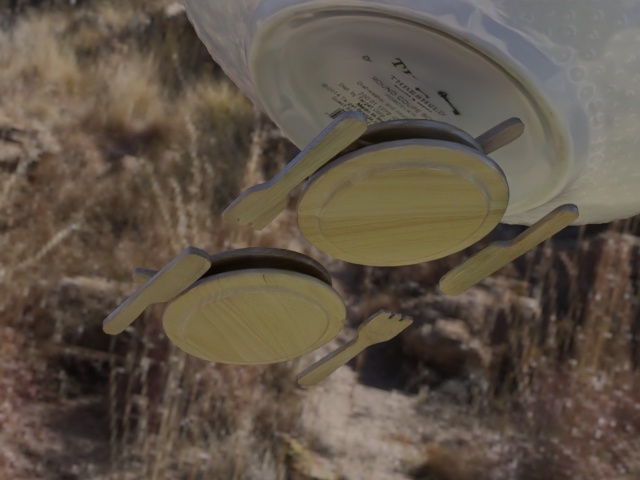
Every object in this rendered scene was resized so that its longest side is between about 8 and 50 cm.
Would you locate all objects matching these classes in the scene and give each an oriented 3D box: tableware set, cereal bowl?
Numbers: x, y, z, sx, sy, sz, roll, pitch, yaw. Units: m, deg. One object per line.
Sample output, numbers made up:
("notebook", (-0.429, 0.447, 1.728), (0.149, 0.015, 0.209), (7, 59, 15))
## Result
("tableware set", (0.000, 0.000, 0.540), (0.128, 0.039, 0.194), (20, -40, -33))
("cereal bowl", (0.066, -0.112, 0.588), (0.339, 0.141, 0.339), (19, -26, 10))
